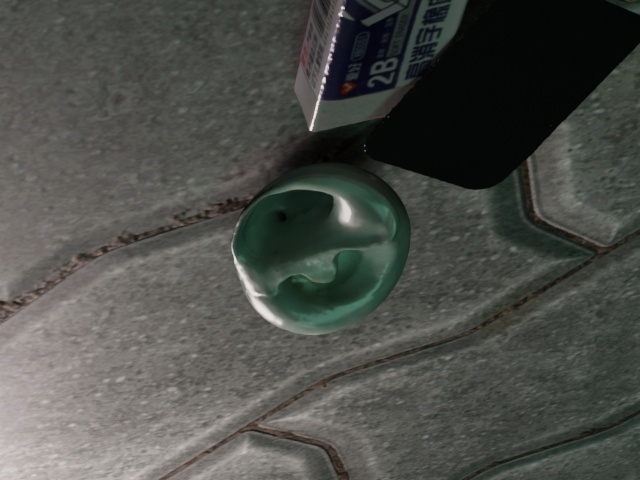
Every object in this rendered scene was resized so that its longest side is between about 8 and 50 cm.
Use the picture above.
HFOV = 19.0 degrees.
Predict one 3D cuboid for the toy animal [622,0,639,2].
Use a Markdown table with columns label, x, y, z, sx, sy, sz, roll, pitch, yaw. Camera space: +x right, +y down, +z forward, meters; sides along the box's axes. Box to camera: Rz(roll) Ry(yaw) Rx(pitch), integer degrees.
| label | x | y | z | sx | sy | sz | roll | pitch | yaw |
| --- | --- | --- | --- | --- | --- | --- | --- | --- | --- |
| toy animal | 0.231 | -0.263 | 1.586 | 0.103 | 0.100 | 0.208 | -5 | 168 | 26 |

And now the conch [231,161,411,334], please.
| label | x | y | z | sx | sy | sz | roll | pitch | yaw |
| --- | --- | --- | --- | --- | --- | --- | --- | --- | --- |
| conch | -0.002 | -0.003 | 1.878 | 0.185 | 0.121 | 0.221 | 4 | 139 | -28 |

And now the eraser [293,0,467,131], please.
| label | x | y | z | sx | sy | sz | roll | pitch | yaw |
| --- | --- | --- | --- | --- | --- | --- | --- | --- | --- |
| eraser | 0.052 | -0.182 | 1.640 | 0.124 | 0.068 | 0.210 | -14 | 153 | -17 |

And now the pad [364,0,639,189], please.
| label | x | y | z | sx | sy | sz | roll | pitch | yaw |
| --- | --- | --- | --- | --- | --- | --- | --- | --- | --- |
| pad | 0.220 | -0.138 | 1.757 | 0.323 | 0.055 | 0.250 | -3 | 146 | -46 |
